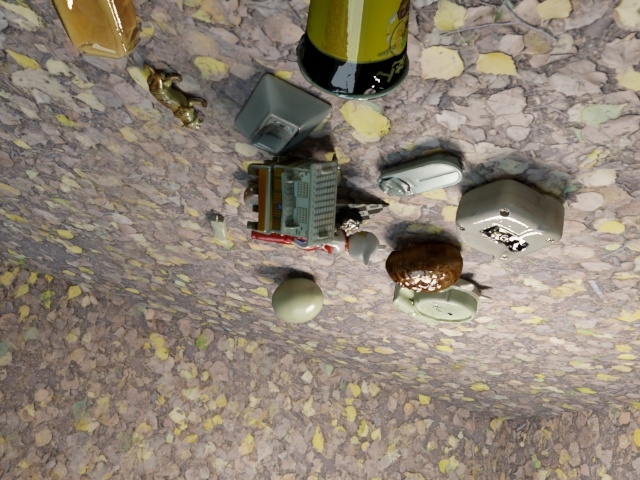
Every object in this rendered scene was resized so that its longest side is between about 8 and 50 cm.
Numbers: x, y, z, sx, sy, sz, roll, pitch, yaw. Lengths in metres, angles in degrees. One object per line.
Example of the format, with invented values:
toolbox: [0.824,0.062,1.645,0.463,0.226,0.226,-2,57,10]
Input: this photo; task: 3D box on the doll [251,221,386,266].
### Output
doll: [0.000,0.000,1.731,0.384,0.099,0.188,10,179,11]

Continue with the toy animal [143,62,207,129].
toy animal: [-0.364,-0.354,1.485,0.099,0.056,0.241,-4,150,34]

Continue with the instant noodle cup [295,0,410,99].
instant noodle cup: [0.066,-0.397,1.023,0.216,0.215,0.236,12,146,5]

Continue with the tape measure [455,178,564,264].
tape measure: [0.495,-0.043,1.594,0.265,0.130,0.258,23,156,-17]

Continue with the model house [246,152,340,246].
model house: [-0.059,-0.120,1.577,0.215,0.224,0.198,10,-161,18]

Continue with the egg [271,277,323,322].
egg: [-0.093,0.244,2.437,0.187,0.186,0.253,33,153,-35]

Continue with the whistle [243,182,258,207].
whistle: [-0.172,-0.121,1.878,0.107,0.057,0.220,-9,154,15]

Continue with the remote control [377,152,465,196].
remote control: [0.256,-0.167,1.548,0.247,0.052,0.104,-11,144,43]

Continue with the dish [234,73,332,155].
dish: [-0.105,-0.283,1.469,0.182,0.080,0.243,23,153,-18]

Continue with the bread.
bread: [-0.456,-0.484,1.203,0.136,0.106,0.241,10,155,2]

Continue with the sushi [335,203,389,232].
sushi: [0.062,-0.050,1.802,0.232,0.047,0.220,0,162,-25]

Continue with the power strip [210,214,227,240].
power strip: [-0.366,-0.049,2.155,0.048,0.030,0.191,14,155,3]

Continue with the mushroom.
mushroom: [0.336,0.087,1.936,0.253,0.153,0.253,5,161,2]

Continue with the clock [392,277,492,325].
clock: [0.451,0.218,2.185,0.265,0.108,0.324,33,149,-33]
